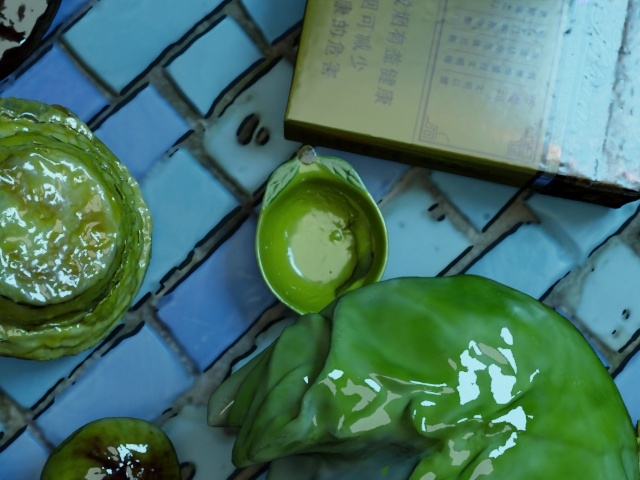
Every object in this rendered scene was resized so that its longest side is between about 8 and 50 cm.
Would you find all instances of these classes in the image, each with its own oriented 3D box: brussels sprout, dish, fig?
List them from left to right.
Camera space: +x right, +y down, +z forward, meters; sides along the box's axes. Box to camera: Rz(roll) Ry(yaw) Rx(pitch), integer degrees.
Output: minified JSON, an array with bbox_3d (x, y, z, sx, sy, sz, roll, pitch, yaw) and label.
[{"bbox_3d":[-0.226,0.258,1.230,0.152,0.121,0.136,0,80,-4],"label":"fig"},{"bbox_3d":[0.000,0.000,1.293,0.148,0.080,0.208,-6,86,-1],"label":"dish"},{"bbox_3d":[0.131,0.226,1.151,0.361,0.342,0.425,-36,90,-10],"label":"brussels sprout"}]

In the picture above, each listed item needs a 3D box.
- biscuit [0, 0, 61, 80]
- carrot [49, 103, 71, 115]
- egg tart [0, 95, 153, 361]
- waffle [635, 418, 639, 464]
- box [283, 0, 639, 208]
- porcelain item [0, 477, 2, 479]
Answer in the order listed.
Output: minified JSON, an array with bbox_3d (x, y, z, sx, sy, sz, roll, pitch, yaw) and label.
[{"bbox_3d":[-0.484,-0.336,1.287,0.407,0.091,0.408,1,85,-7],"label":"biscuit"},{"bbox_3d":[-0.383,-0.083,1.272,0.247,0.043,0.043,-32,87,-18],"label":"carrot"},{"bbox_3d":[-0.305,-0.009,1.213,0.294,0.123,0.294,0,91,-28],"label":"egg tart"},{"bbox_3d":[0.375,0.340,1.294,0.293,0.069,0.260,-32,89,-8],"label":"waffle"},{"bbox_3d":[0.182,-0.204,1.300,0.415,0.116,0.265,10,83,-1],"label":"box"},{"bbox_3d":[-0.429,0.297,1.153,0.178,0.242,0.405,-35,86,19],"label":"porcelain item"}]
